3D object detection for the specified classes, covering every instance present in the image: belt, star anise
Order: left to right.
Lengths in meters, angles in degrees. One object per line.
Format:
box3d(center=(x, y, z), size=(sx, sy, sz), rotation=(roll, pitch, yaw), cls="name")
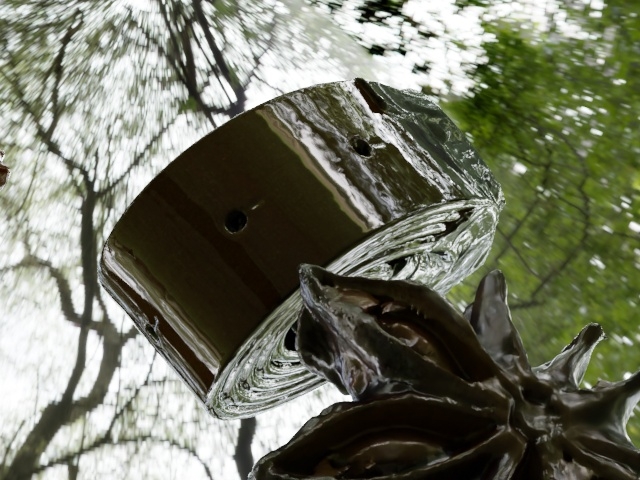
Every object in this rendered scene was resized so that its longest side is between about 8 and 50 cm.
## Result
box3d(center=(0.000, 0.000, 0.897), size=(0.122, 0.338, 0.217), rotation=(47, -67, 16), cls="belt")
box3d(center=(0.072, 0.118, 0.639), size=(0.214, 0.220, 0.099), rotation=(0, -34, -8), cls="star anise")

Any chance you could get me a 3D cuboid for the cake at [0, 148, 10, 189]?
box3d(center=(-0.432, -0.107, 0.942), size=(0.269, 0.319, 0.270), rotation=(-41, -40, -5), cls="cake")
